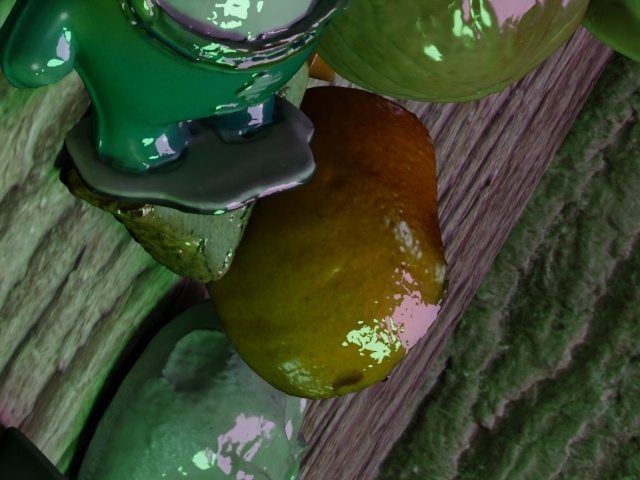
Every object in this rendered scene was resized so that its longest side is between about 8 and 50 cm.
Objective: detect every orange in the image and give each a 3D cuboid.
[{"bbox_3d":[0.002,-0.001,1.924,0.274,0.274,0.310,-1,76,-74],"label":"orange"}]

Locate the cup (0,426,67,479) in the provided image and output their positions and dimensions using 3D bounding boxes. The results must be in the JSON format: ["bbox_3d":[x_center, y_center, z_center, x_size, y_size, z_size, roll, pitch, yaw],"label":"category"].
[{"bbox_3d":[-0.273,0.290,1.732,0.150,0.199,0.199,-40,159,-16],"label":"cup"}]

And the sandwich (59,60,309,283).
[{"bbox_3d":[-0.107,-0.108,1.714,0.249,0.095,0.273,-64,165,-8],"label":"sandwich"}]

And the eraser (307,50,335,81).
[{"bbox_3d":[0.007,-0.229,1.989,0.122,0.045,0.097,-65,165,7],"label":"eraser"}]

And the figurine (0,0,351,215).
[{"bbox_3d":[-0.087,-0.206,1.380,0.323,0.231,0.340,-20,135,-32],"label":"figurine"}]

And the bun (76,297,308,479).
[{"bbox_3d":[-0.122,0.229,2.069,0.354,0.194,0.354,-59,167,-22],"label":"bun"}]

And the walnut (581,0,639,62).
[{"bbox_3d":[0.382,-0.299,1.784,0.381,0.381,0.381,-56,165,-24],"label":"walnut"}]

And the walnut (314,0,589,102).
[{"bbox_3d":[0.096,-0.284,1.675,0.333,0.333,0.333,-56,165,-24],"label":"walnut"}]
